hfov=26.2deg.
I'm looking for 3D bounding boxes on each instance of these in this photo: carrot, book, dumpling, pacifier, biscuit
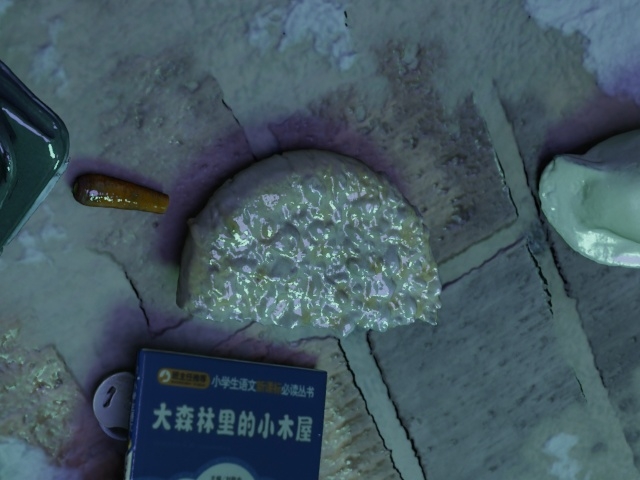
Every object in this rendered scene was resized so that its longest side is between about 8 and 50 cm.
[{"bbox_3d":[-0.188,-0.043,1.294,0.093,0.032,0.032,11,101,-29],"label":"carrot"},{"bbox_3d":[-0.098,0.276,1.344,0.228,0.018,0.322,11,81,-37],"label":"book"},{"bbox_3d":[0.361,-0.045,1.485,0.216,0.126,0.166,-22,129,-20],"label":"dumpling"},{"bbox_3d":[-0.181,0.168,1.341,0.083,0.064,0.068,24,89,-28],"label":"pacifier"},{"bbox_3d":[0.000,0.000,1.361,0.281,0.084,0.179,7,99,-27],"label":"biscuit"}]

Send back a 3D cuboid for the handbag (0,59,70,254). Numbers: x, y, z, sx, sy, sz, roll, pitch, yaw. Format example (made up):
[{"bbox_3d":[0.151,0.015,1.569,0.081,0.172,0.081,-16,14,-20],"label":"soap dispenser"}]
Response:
[{"bbox_3d":[-0.342,-0.082,1.057,0.260,0.079,0.247,47,124,6],"label":"handbag"}]
